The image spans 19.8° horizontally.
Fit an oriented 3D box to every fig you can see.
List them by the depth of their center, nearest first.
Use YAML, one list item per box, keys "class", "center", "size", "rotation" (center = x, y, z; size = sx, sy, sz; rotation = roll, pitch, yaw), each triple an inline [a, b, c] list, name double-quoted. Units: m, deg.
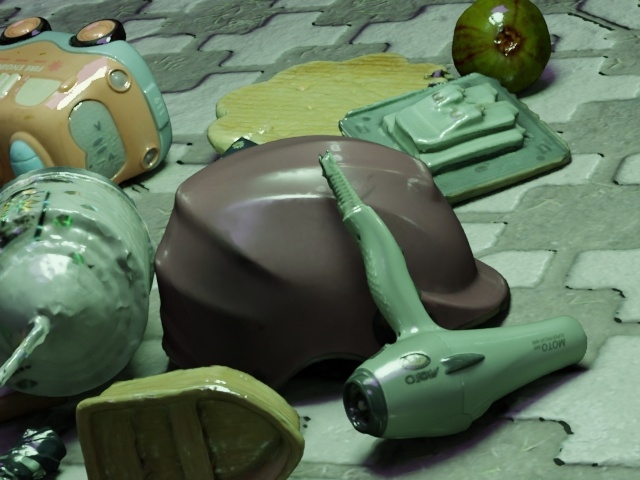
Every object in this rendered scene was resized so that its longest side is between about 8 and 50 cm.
- class: "fig"
  center: [0.223, -0.249, 2.281]
  size: [0.124, 0.124, 0.236]
  rotation: [-9, 10, 5]

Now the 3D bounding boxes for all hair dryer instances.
- class: "hair dryer"
  center: [0.118, 0.044, 1.592]
  size: [0.229, 0.267, 0.092]
  rotation: [4, -25, -23]

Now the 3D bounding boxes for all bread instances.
- class: "bread"
  center: [0.015, -0.151, 2.205]
  size: [0.316, 0.054, 0.316]
  rotation: [-8, 26, 4]

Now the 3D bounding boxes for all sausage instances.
- class: "sausage"
  center: [-0.293, 0.157, 1.709]
  size: [0.116, 0.026, 0.026]
  rotation: [-17, 25, -13]

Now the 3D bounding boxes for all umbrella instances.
- class: "umbrella"
  center: [-0.282, 0.219, 1.545]
  size: [0.050, 0.046, 0.188]
  rotation: [11, 32, 31]

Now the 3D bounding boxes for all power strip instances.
- class: "power strip"
  center: [0.150, -0.128, 2.030]
  size: [0.213, 0.064, 0.198]
  rotation: [-21, 41, -21]

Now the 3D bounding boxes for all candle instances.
- class: "candle"
  center: [-0.245, 0.048, 1.674]
  size: [0.187, 0.187, 0.330]
  rotation: [-12, 15, -2]

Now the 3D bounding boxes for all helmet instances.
- class: "helmet"
  center: [0.000, 0.000, 1.724]
  size: [0.338, 0.197, 0.271]
  rotation: [-15, 22, -5]

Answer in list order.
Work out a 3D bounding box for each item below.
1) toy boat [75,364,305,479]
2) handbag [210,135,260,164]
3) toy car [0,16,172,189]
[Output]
- class: "toy boat"
  center: [-0.099, 0.163, 1.507]
  size: [0.188, 0.116, 0.061]
  rotation: [-6, 19, 15]
- class: "handbag"
  center: [-0.051, -0.061, 2.021]
  size: [0.139, 0.072, 0.115]
  rotation: [5, 28, 23]
- class: "toy car"
  center: [-0.325, -0.139, 2.197]
  size: [0.270, 0.180, 0.212]
  rotation: [7, 41, 36]
